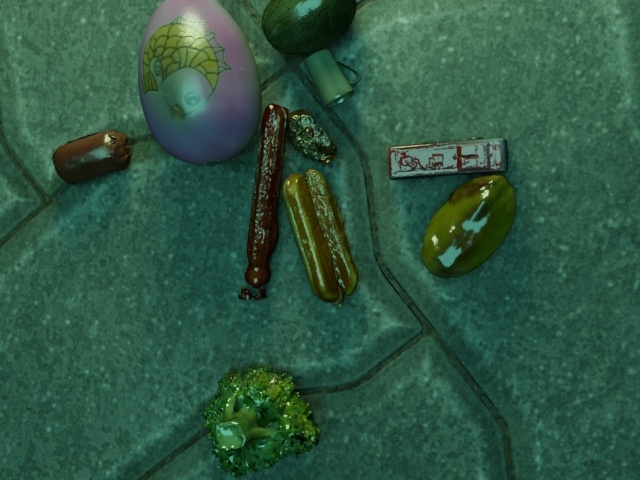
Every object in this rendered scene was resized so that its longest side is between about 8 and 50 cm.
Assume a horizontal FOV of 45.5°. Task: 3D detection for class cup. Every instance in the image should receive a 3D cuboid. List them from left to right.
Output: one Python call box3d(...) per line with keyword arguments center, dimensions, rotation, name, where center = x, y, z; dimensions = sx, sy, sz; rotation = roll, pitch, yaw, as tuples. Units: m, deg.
box3d(center=(0.022, -0.268, 1.241), dimensions=(0.074, 0.054, 0.083), rotation=(-27, 87, 10), name="cup")

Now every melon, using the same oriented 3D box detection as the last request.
box3d(center=(-0.014, -0.363, 1.209), dimensions=(0.167, 0.114, 0.114), rotation=(-26, 89, 11), name="melon")

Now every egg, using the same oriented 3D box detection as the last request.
box3d(center=(-0.194, -0.253, 1.208), dimensions=(0.196, 0.196, 0.271), rotation=(-21, 76, 9), name="egg")

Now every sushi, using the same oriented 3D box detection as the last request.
box3d(center=(-0.024, -0.171, 1.257), dimensions=(0.055, 0.052, 0.120), rotation=(-39, 89, -6), name="sushi")

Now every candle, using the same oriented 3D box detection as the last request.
box3d(center=(-0.090, -0.060, 1.256), dimensions=(0.048, 0.051, 0.329), rotation=(14, 104, 23), name="candle")

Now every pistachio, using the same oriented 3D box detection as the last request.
box3d(center=(0.237, -0.019, 1.205), dimensions=(0.110, 0.100, 0.189), rotation=(34, 89, -17), name="pistachio")

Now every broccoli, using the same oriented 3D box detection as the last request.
box3d(center=(-0.111, 0.302, 1.227), dimensions=(0.219, 0.194, 0.194), rotation=(6, 94, 14), name="broccoli")

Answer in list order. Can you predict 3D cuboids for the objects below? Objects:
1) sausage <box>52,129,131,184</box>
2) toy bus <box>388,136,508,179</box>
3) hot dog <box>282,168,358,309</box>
box3d(center=(-0.392, -0.142, 1.303), dimensions=(0.141, 0.076, 0.076), rotation=(-14, 91, 9), name="sausage")
box3d(center=(0.202, -0.128, 1.210), dimensions=(0.192, 0.077, 0.065), rotation=(-4, 95, 9), name="toy bus")
box3d(center=(0.000, 0.000, 1.252), dimensions=(0.092, 0.062, 0.236), rotation=(-14, 89, -25), name="hot dog")
